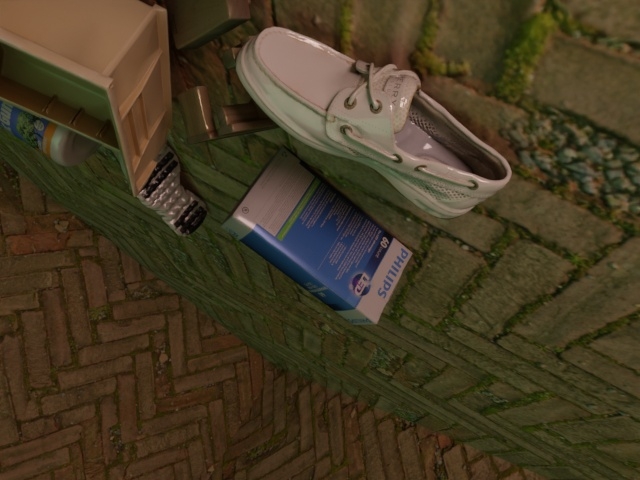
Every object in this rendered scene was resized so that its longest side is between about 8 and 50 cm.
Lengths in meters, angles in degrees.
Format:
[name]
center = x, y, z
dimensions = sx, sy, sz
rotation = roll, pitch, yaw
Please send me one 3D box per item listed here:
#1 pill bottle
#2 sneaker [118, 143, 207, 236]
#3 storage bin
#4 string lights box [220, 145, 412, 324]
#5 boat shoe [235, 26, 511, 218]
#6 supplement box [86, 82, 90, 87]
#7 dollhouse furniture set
[pill bottle]
center = -0.507, -0.261, 0.770
dimensions = 0.272, 0.152, 0.152
rotation = 34, 157, -6
[sneaker]
center = -0.335, -0.117, 0.918
dimensions = 0.118, 0.110, 0.292
rotation = 33, 158, 22
[storage bin]
center = -0.324, -0.197, 0.535
dimensions = 0.262, 0.123, 0.260
rotation = 24, 155, -7
[string lights box]
center = 0.000, 0.000, 0.679
dimensions = 0.259, 0.133, 0.076
rotation = 39, 156, -14
[boat shoe]
center = 0.058, -0.121, 0.422
dimensions = 0.276, 0.098, 0.096
rotation = 27, 158, -13
[supplement box]
center = -0.362, -0.319, 0.570
dimensions = 0.130, 0.073, 0.239
rotation = 27, 156, 9
[dollhouse furniture set]
center = -0.082, -0.201, 0.516
dimensions = 0.144, 0.123, 0.151
rotation = 4, 110, 48
